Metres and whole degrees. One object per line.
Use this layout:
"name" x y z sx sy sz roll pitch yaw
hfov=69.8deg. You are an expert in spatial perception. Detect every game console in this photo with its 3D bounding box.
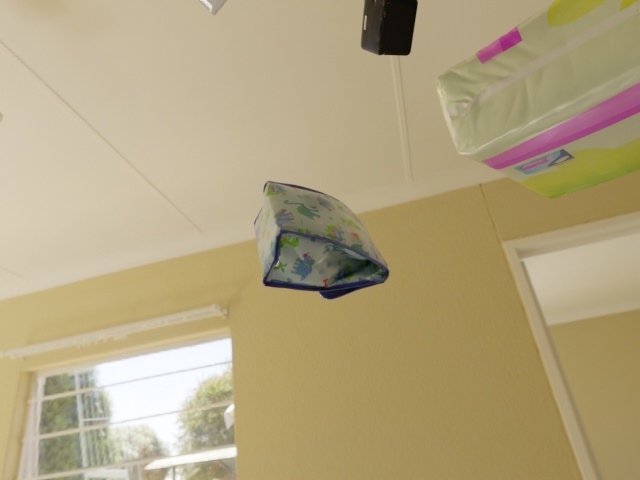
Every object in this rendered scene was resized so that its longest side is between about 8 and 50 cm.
"game console" 0.155 -0.498 1.059 0.071 0.107 0.122 -21 -47 -29

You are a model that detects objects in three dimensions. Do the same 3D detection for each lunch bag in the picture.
"lunch bag" 0.000 0.000 0.572 0.151 0.129 0.096 7 -57 -20

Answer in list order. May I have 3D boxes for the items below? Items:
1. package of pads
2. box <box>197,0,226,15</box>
"package of pads" 0.285 -0.141 0.380 0.296 0.101 0.229 -25 -22 39
"box" -0.097 -0.349 0.306 0.231 0.127 0.262 -30 -55 36
